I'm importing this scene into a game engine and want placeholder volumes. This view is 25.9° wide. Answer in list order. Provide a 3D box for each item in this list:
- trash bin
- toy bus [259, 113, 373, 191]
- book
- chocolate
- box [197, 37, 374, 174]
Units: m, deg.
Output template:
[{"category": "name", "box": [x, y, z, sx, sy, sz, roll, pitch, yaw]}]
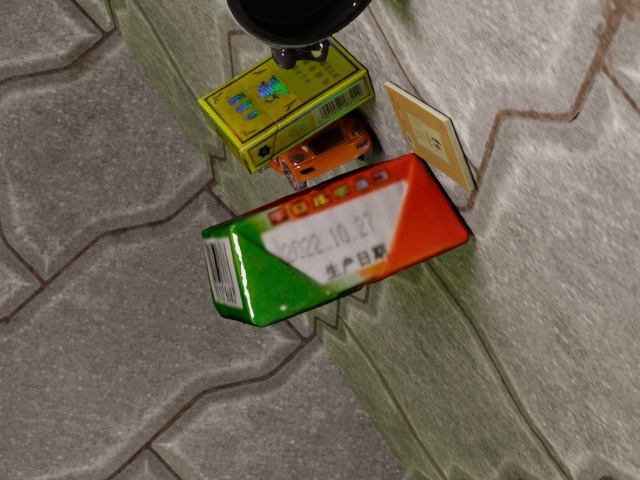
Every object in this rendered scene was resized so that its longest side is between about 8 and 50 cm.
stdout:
[{"category": "trash bin", "box": [-0.074, -0.381, 1.660, 0.262, 0.217, 0.277, 46, 140, 46]}, {"category": "toy bus", "box": [-0.038, -0.188, 2.245, 0.153, 0.143, 0.329, 68, 169, -19]}, {"category": "book", "box": [0.147, -0.143, 1.892, 0.172, 0.012, 0.118, 42, 161, 55]}, {"category": "chocolate", "box": [0.000, 0.000, 2.108, 0.360, 0.341, 0.161, 178, 70, -77]}, {"category": "box", "box": [-0.052, -0.207, 2.034, 0.141, 0.220, 0.064, 48, 166, 39]}]
